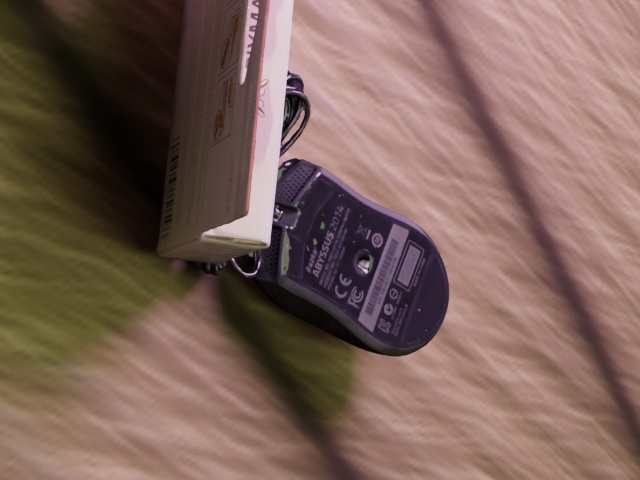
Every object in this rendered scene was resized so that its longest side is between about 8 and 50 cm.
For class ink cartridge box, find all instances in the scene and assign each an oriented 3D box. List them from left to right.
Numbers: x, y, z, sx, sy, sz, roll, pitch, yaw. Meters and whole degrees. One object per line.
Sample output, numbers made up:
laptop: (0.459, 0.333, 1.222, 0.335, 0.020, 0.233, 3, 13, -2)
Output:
ink cartridge box: (-0.050, -0.131, 1.168, 0.060, 0.239, 0.275, 8, 81, -20)

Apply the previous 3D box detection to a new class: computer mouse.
computer mouse: (0.000, 0.000, 1.384, 0.272, 0.072, 0.188, 38, 65, -31)
